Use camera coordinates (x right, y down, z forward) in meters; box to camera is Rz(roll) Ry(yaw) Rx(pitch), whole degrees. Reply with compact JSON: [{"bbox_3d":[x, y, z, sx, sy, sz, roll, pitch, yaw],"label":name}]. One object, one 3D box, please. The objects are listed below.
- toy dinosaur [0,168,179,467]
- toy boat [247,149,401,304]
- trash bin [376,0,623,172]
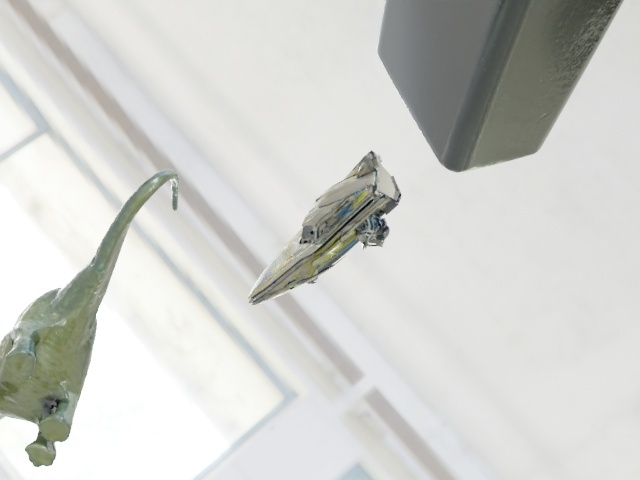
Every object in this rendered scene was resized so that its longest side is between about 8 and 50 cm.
[{"bbox_3d":[-0.219,0.093,1.147,0.076,0.147,0.363,28,-55,-19],"label":"toy dinosaur"},{"bbox_3d":[0.000,0.000,1.447,0.066,0.084,0.210,37,-65,-24],"label":"toy boat"},{"bbox_3d":[0.128,-0.180,1.080,0.225,0.115,0.165,104,-36,-55],"label":"trash bin"}]
